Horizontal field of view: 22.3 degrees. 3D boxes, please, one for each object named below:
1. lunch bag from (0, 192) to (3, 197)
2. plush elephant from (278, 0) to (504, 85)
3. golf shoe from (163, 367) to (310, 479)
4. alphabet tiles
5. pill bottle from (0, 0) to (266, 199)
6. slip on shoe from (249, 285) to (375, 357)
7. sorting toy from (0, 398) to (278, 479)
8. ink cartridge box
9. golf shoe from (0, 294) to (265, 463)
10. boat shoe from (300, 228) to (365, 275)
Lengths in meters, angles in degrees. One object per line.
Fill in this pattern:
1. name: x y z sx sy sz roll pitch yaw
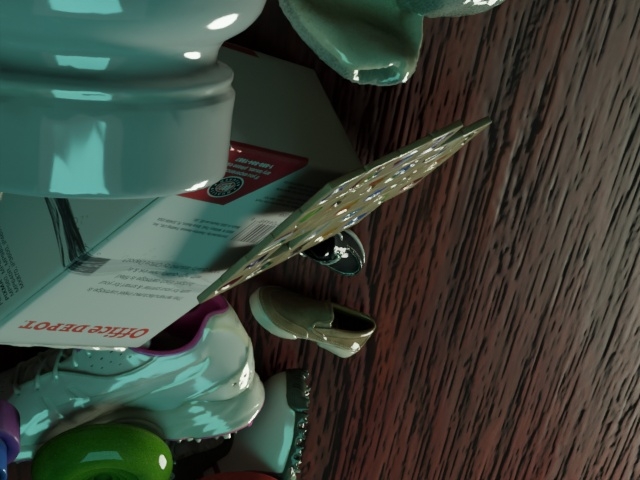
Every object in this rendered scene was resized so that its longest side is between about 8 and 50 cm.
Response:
1. lunch bag: -0.320 -0.064 1.167 0.287 0.235 0.169 -29 128 20
2. plush elephant: 0.093 -0.242 1.035 0.330 0.272 0.255 4 136 39
3. golf shoe: -0.100 0.218 1.596 0.120 0.105 0.273 20 129 -20
4. alphabet tiles: 0.031 -0.035 1.291 0.237 0.009 0.198 -28 171 -43
5. pill bottle: -0.132 -0.233 0.921 0.224 0.224 0.392 2 105 -12
6. slip on shoe: -0.006 0.070 1.491 0.135 0.051 0.041 28 131 -36
7. sorting toy: -0.171 0.254 1.444 0.365 0.126 0.127 26 127 -34
8. ink cartridge box: -0.133 -0.030 1.274 0.273 0.114 0.197 -36 157 24
9. golf shoe: -0.208 0.117 1.484 0.306 0.115 0.140 -8 121 -4
10. boat shoe: 0.000 0.000 1.430 0.046 0.038 0.125 -26 134 16
